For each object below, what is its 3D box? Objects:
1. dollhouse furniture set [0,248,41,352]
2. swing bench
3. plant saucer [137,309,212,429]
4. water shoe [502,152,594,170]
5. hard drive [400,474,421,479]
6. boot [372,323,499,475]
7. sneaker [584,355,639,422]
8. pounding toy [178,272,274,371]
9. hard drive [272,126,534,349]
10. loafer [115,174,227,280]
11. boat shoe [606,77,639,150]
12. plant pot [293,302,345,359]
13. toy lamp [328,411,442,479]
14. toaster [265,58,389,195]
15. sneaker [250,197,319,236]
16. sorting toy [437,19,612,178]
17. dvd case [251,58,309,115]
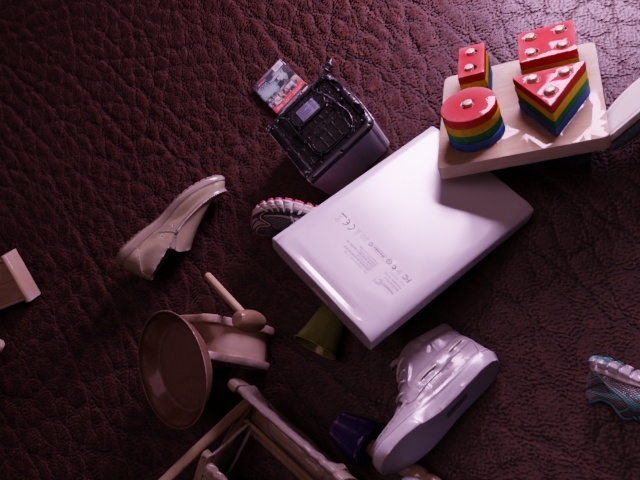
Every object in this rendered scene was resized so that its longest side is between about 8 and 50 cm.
[{"bbox_3d":[-0.762,0.138,1.441,0.173,0.355,0.303,-20,104,20],"label":"dollhouse furniture set"},{"bbox_3d":[-0.098,0.404,1.148,0.253,0.165,0.255,35,82,31],"label":"swing bench"},{"bbox_3d":[-0.238,0.213,1.200,0.198,0.036,0.199,6,99,44],"label":"plant saucer"},{"bbox_3d":[0.352,-0.163,1.188,0.203,0.073,0.080,8,51,27],"label":"water shoe"},{"bbox_3d":[0.233,0.474,0.979,0.307,0.040,0.203,15,97,23],"label":"hard drive"},{"bbox_3d":[0.147,0.235,1.097,0.258,0.095,0.123,-36,48,-24],"label":"boot"},{"bbox_3d":[0.451,0.226,1.009,0.166,0.065,0.076,24,101,33],"label":"sneaker"},{"bbox_3d":[-0.167,0.151,1.286,0.269,0.154,0.155,-8,69,44],"label":"pounding toy"},{"bbox_3d":[0.133,-0.018,1.147,0.353,0.047,0.233,-36,64,-19],"label":"hard drive"},{"bbox_3d":[-0.280,-0.024,1.423,0.268,0.102,0.092,-42,94,0],"label":"loafer"},{"bbox_3d":[0.558,-0.232,1.074,0.319,0.116,0.099,-42,103,8],"label":"boat shoe"},{"bbox_3d":[0.008,0.151,1.235,0.083,0.083,0.079,18,69,30],"label":"plant pot"},{"bbox_3d":[0.133,0.351,1.100,0.274,0.080,0.080,25,85,31],"label":"toy lamp"},{"bbox_3d":[0.018,-0.201,1.326,0.185,0.110,0.168,-43,61,7],"label":"toaster"},{"bbox_3d":[0.000,0.000,1.261,0.299,0.121,0.112,14,82,29],"label":"sneaker"},{"bbox_3d":[0.312,-0.236,1.148,0.257,0.089,0.256,-9,43,23],"label":"sorting toy"},{"bbox_3d":[-0.078,-0.308,1.465,0.087,0.013,0.119,-46,61,5],"label":"dvd case"}]
